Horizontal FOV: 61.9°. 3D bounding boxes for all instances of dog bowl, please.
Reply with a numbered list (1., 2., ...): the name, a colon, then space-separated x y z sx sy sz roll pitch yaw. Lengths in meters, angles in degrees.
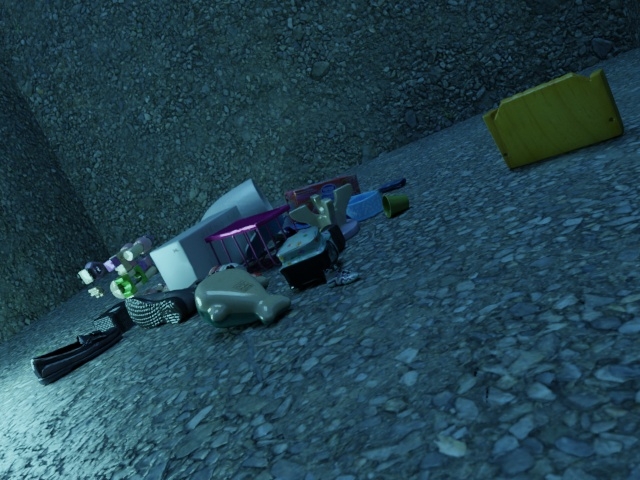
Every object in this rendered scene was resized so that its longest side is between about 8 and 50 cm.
1. dog bowl: 0.130 -0.127 2.135 0.297 0.074 0.166 -12 17 48

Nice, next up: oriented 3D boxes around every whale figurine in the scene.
1. whale figurine: -0.208 0.177 1.434 0.271 0.141 0.216 13 31 29

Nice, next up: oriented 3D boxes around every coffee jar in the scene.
1. coffee jar: 0.000 0.000 1.788 0.079 0.096 0.184 -36 17 -34

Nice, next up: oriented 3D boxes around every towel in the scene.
1. towel: 0.320 -0.243 2.363 0.119 0.029 0.067 -16 15 38

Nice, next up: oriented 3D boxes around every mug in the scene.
1. mug: -0.392 -0.089 2.637 0.328 0.276 0.374 -31 -19 2

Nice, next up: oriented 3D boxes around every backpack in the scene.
1. backpack: -0.032 0.043 1.564 0.165 0.144 0.188 -26 8 18

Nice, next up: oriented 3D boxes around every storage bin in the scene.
1. storage bin: -0.771 0.298 2.056 0.122 0.084 0.180 -19 12 22

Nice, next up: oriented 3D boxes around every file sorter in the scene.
1. file sorter: -0.245 0.010 2.021 0.290 0.182 0.202 -14 15 39

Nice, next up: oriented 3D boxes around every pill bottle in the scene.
1. pill bottle: -0.331 0.126 1.921 0.152 0.086 0.086 -10 19 48

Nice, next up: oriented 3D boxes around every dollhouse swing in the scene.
1. dollhouse swing: 0.766 -0.436 1.750 0.346 0.315 0.305 -16 35 36

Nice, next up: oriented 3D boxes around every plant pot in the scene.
1. plant pot: 0.269 -0.129 1.884 0.079 0.083 0.083 -15 10 -10

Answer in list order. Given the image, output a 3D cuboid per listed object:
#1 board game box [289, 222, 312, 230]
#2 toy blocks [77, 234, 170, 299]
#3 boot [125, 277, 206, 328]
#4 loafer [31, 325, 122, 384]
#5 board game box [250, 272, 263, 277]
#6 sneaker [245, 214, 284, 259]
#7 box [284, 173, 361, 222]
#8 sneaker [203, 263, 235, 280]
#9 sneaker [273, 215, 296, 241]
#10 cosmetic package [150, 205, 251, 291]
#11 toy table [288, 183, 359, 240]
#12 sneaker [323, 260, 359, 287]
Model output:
1. board game box: -0.058 -0.058 2.270 0.133 0.033 0.168 -17 13 -12
2. toy blocks: -0.765 0.143 2.239 0.308 0.289 0.260 -23 15 22
3. boot: -0.521 0.214 1.910 0.338 0.118 0.222 -2 20 35
4. loafer: -0.831 0.371 1.828 0.302 0.095 0.109 -34 15 -37
5. board game box: -0.292 0.172 1.742 0.193 0.045 0.146 -32 14 -33
6. sneaker: -0.242 -0.026 2.245 0.229 0.087 0.092 -52 15 -8
7. box: 0.014 -0.185 2.336 0.299 0.142 0.154 -18 8 -18
8. sneaker: -0.335 0.138 1.757 0.071 0.068 0.170 -36 -3 26
9. sneaker: -0.138 -0.048 2.371 0.098 0.083 0.224 0 24 15
10. cosmetic package: -0.463 0.044 2.197 0.161 0.230 0.453 -19 12 26
11. toy table: 0.026 -0.086 1.956 0.252 0.161 0.274 -29 14 -20
12. sneaker: 0.049 0.082 1.402 0.098 0.069 0.038 -18 14 27
